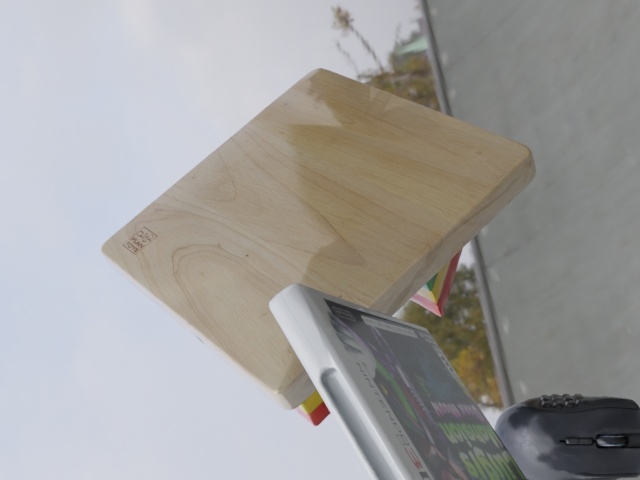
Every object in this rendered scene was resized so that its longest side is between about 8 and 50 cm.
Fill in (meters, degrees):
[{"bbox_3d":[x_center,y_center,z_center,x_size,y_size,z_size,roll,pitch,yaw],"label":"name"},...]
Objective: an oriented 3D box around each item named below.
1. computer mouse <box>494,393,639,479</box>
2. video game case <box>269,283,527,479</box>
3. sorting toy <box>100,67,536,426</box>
[{"bbox_3d":[0.242,0.143,0.692,0.041,0.242,0.071,13,-107,-68],"label":"computer mouse"},{"bbox_3d":[0.063,0.108,0.507,0.173,0.022,0.190,58,-165,24],"label":"video game case"},{"bbox_3d":[0.000,0.000,0.775,0.257,0.255,0.089,30,156,45],"label":"sorting toy"}]
